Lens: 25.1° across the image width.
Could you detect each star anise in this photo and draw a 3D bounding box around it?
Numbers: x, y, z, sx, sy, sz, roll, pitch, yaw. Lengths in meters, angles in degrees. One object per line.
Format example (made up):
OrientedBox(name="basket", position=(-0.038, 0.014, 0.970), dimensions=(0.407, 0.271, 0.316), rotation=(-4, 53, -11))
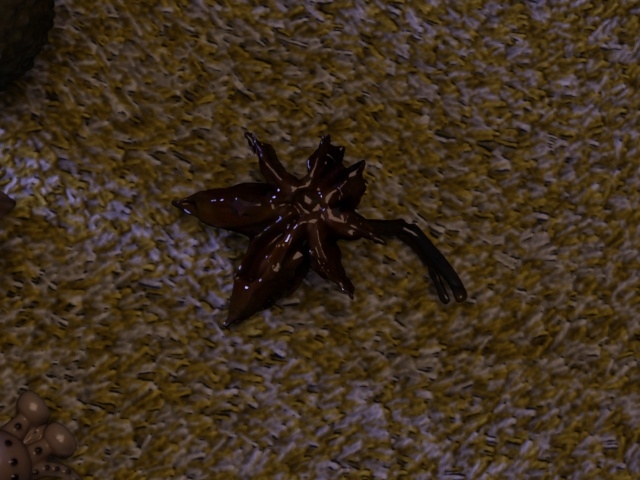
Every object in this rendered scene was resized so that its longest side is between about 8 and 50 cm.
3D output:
OrientedBox(name="star anise", position=(0.004, 0.002, 1.595), dimensions=(0.346, 0.148, 0.237), rotation=(16, 97, -7))

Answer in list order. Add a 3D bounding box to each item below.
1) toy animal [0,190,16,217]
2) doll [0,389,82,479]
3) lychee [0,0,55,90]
OrientedBox(name="toy animal", position=(-0.423, 0.032, 1.512), dimensions=(0.154, 0.166, 0.250), rotation=(1, 64, 36))
OrientedBox(name="doll", position=(-0.379, 0.275, 1.489), dimensions=(0.278, 0.119, 0.154), rotation=(-30, 84, -24))
OrientedBox(name="lychee", position=(-0.403, -0.269, 1.527), dimensions=(0.255, 0.255, 0.274), rotation=(38, 84, 1))
